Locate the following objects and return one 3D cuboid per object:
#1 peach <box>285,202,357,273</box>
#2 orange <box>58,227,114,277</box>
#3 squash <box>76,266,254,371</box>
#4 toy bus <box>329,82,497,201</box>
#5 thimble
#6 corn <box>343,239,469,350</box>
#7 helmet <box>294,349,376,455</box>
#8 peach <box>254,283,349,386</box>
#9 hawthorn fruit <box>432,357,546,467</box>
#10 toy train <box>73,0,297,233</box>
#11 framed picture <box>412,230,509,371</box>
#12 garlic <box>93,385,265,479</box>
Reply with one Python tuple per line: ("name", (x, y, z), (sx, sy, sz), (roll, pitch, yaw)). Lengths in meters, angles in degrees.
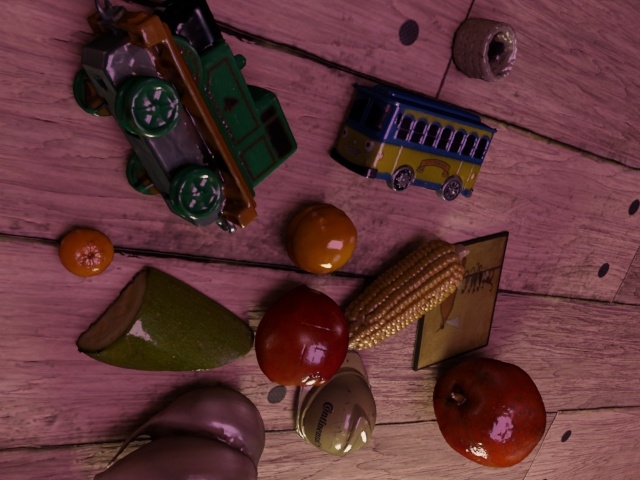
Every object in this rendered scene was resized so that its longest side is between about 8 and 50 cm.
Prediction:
("peach", (0.000, 0.000, 1.266), (0.138, 0.138, 0.138), (-16, 122, -27))
("orange", (-0.371, 0.020, 1.068), (0.083, 0.070, 0.083), (-12, 116, -27))
("squash", (-0.256, 0.196, 1.216), (0.203, 0.111, 0.289), (-48, 132, -2))
("toy bus", (0.179, -0.186, 1.289), (0.288, 0.138, 0.175), (7, 111, -37))
("thimble", (0.322, -0.375, 1.320), (0.102, 0.090, 0.115), (-10, 117, -34))
("corn", (0.179, 0.116, 1.455), (0.347, 0.130, 0.130), (-36, 129, -8))
("helmet", (0.055, 0.390, 1.509), (0.204, 0.137, 0.257), (-16, 122, -27))
("peach", (-0.032, 0.185, 1.318), (0.197, 0.197, 0.197), (-16, 122, -27))
("hawthorn fruit", (0.414, 0.425, 1.692), (0.300, 0.275, 0.275), (27, 97, -37))
("toy train", (-0.190, -0.194, 1.017), (0.249, 0.178, 0.429), (-41, 131, -22))
("framed picture", (0.346, 0.152, 1.661), (0.255, 0.014, 0.338), (-12, 120, -29))
("garlic", (-0.263, 0.399, 1.303), (0.340, 0.231, 0.246), (8, 155, -20))
